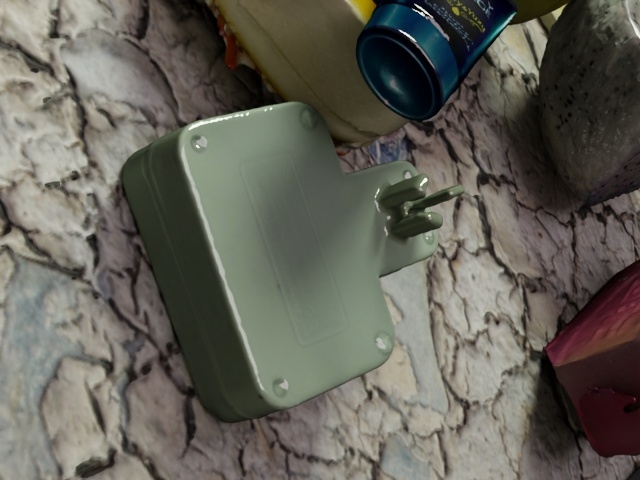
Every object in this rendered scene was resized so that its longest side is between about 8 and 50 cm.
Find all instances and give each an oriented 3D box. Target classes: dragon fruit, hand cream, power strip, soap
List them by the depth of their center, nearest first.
[{"bbox_3d":[0.000,0.000,1.047,0.261,0.141,0.229,-18,88,-47],"label":"power strip"},{"bbox_3d":[0.101,-0.191,1.081,0.120,0.061,0.270,49,34,-11],"label":"hand cream"},{"bbox_3d":[0.352,0.102,1.331,0.127,0.220,0.325,55,42,-3],"label":"soap"},{"bbox_3d":[0.338,-0.181,1.435,0.283,0.221,0.204,-16,66,-47],"label":"dragon fruit"}]

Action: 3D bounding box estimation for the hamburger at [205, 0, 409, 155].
[{"bbox_3d":[0.000,-0.223,1.131,0.295,0.151,0.227,49,43,-16],"label":"hamburger"}]

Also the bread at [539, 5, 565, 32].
[{"bbox_3d":[0.308,-0.252,1.573,0.153,0.028,0.068,53,45,-15],"label":"bread"}]

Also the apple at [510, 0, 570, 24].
[{"bbox_3d":[0.169,-0.356,1.288,0.292,0.292,0.254,64,24,-6],"label":"apple"}]

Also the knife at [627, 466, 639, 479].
[{"bbox_3d":[0.311,0.287,1.309,0.265,0.073,0.040,-28,86,-47],"label":"knife"}]
